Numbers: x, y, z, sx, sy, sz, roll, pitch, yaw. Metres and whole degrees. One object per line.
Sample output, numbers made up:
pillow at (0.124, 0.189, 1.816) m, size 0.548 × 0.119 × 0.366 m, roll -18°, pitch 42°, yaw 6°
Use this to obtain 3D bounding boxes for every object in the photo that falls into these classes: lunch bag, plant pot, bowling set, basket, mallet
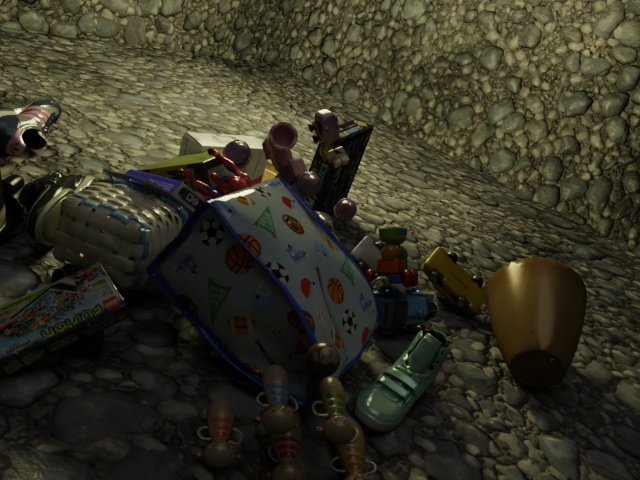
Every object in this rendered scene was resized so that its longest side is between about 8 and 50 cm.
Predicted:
lunch bag at (-0.075, 0.101, 1.202) m, size 0.385 × 0.239 × 0.328 m, roll 46°, pitch 26°, yaw 4°
plant pot at (-0.209, -0.215, 2.043) m, size 0.237 × 0.032 × 0.236 m, roll 15°, pitch 24°, yaw -7°
plant pot at (0.501, 0.209, 1.470) m, size 0.237 × 0.237 × 0.254 m, roll 20°, pitch 39°, yaw 3°
bowling set at (-0.033, 0.265, 0.953) m, size 0.287 × 0.199 × 0.154 m, roll 10°, pitch 28°, yaw -12°
basket at (-0.379, -0.017, 1.283) m, size 0.255 × 0.200 × 0.289 m, roll 22°, pitch 20°, yaw 15°
mallet at (-0.789, -0.149, 1.471) m, size 0.190 × 0.039 × 0.062 m, roll 16°, pitch 23°, yaw 3°

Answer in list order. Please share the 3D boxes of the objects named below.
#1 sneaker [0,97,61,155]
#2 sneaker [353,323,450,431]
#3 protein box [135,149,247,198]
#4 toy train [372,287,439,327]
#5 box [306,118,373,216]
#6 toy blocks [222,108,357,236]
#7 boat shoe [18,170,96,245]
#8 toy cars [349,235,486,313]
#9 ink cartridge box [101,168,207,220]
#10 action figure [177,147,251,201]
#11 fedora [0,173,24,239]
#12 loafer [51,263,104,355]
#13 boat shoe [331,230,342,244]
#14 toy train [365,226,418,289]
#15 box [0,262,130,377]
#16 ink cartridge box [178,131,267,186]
sneaker at (-0.791, -0.303, 1.739) m, size 0.131 × 0.112 × 0.319 m, roll 36°, pitch 26°, yaw -4°
sneaker at (0.156, 0.245, 1.180) m, size 0.094 × 0.151 × 0.256 m, roll 32°, pitch 28°, yaw 23°
protein box at (-0.314, -0.140, 1.583) m, size 0.200 × 0.135 × 0.201 m, roll -4°, pitch 16°, yaw 21°
toy train at (0.190, 0.156, 1.459) m, size 0.184 × 0.080 × 0.105 m, roll 2°, pitch 11°, yaw -27°
box at (0.038, -0.199, 1.868) m, size 0.073 × 0.295 × 0.293 m, roll 27°, pitch 26°, yaw 12°
toy blocks at (-0.037, -0.141, 1.434) m, size 0.309 × 0.288 × 0.260 m, roll -22°, pitch 2°, yaw -14°
boat shoe at (-0.586, -0.086, 1.363) m, size 0.113 × 0.127 × 0.340 m, roll 18°, pitch 21°, yaw -9°
toy cars at (0.246, 0.100, 1.630) m, size 0.394 × 0.087 × 0.176 m, roll 8°, pitch 62°, yaw -19°
ink cartridge box at (-0.330, -0.099, 1.346) m, size 0.206 × 0.045 × 0.208 m, roll 15°, pitch -18°, yaw 42°
action figure at (-0.230, -0.132, 1.312) m, size 0.139 × 0.091 × 0.280 m, roll 43°, pitch -13°, yaw -21°
fedora at (-0.763, -0.108, 1.251) m, size 0.334 × 0.152 × 0.334 m, roll 16°, pitch 24°, yaw -7°
loafer at (-0.441, 0.115, 1.099) m, size 0.079 × 0.080 × 0.220 m, roll -1°, pitch 31°, yaw -36°
boat shoe at (0.000, 0.000, 1.649) m, size 0.094 × 0.109 × 0.302 m, roll 8°, pitch 24°, yaw -35°
toy train at (0.153, 0.035, 1.418) m, size 0.105 × 0.143 × 0.248 m, roll -1°, pitch -3°, yaw 17°
box at (-0.431, 0.124, 1.024) m, size 0.207 × 0.036 × 0.114 m, roll -27°, pitch 54°, yaw -26°
ink cartridge box at (-0.281, -0.207, 1.798) m, size 0.237 × 0.171 × 0.100 m, roll -5°, pitch 33°, yaw -42°
